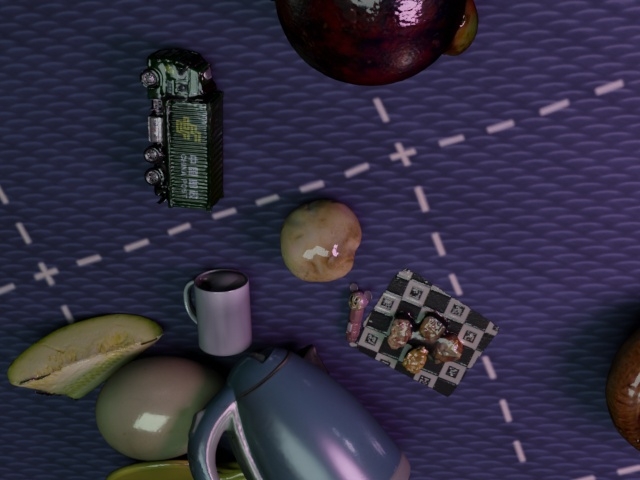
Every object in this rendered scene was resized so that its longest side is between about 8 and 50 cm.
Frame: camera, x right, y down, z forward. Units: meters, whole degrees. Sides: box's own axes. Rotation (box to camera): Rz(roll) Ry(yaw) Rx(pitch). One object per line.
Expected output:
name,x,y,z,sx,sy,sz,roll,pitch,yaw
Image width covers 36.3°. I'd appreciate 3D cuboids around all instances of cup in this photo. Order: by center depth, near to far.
cup,-0.181,0.121,1.757,0.099,0.136,0.133,-12,115,-21

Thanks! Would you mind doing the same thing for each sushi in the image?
sushi,0.183,0.177,1.728,0.210,0.040,0.193,30,114,-3

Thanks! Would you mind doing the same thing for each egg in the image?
egg,-0.286,0.305,1.790,0.253,0.188,0.189,-9,111,4

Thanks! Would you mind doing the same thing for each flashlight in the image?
flashlight,0.062,0.132,1.736,0.052,0.031,0.110,28,121,34

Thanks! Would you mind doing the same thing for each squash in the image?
squash,-0.437,0.190,1.814,0.252,0.093,0.169,-36,146,22

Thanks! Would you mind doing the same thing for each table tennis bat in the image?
table tennis bat,-0.230,0.454,1.874,0.368,0.054,0.224,-5,150,0

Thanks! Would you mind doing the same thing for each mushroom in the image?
mushroom,0.606,0.215,1.580,0.263,0.195,0.283,27,131,-10
mushroom,0.000,0.000,1.650,0.148,0.148,0.112,-4,151,12

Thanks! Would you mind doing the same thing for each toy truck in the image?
toy truck,-0.229,-0.186,1.632,0.121,0.088,0.259,6,114,9

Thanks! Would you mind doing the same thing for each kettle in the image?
kettle,-0.062,0.365,1.719,0.319,0.247,0.342,-41,99,-22

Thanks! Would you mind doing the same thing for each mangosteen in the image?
mangosteen,0.106,-0.369,1.380,0.359,0.306,0.306,2,113,-2
